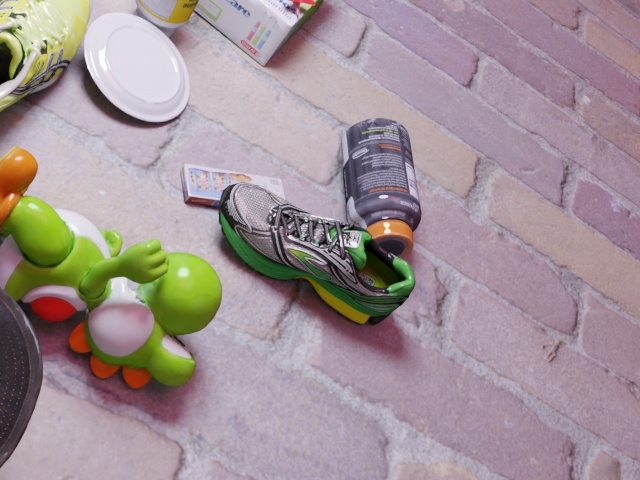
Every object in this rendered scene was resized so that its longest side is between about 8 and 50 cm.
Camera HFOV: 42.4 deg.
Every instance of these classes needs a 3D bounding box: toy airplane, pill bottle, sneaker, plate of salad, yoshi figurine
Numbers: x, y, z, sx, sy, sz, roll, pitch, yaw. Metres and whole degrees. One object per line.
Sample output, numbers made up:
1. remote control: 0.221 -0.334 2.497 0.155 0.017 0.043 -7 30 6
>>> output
1. toy airplane: -0.059 -0.477 1.527 0.151 0.028 0.151 19 50 -25
2. pill bottle: 0.107 -0.086 1.452 0.130 0.130 0.246 15 51 -25
3. sneaker: -0.430 -0.269 1.180 0.145 0.147 0.385 52 45 -28
4. pill bottle: -0.257 -0.432 1.416 0.103 0.184 0.103 18 50 -23
5. plate of salad: -0.305 -0.284 1.369 0.200 0.048 0.200 22 57 -38
6. sneaker: 0.000 0.000 1.298 0.343 0.146 0.134 28 54 -14
7. yoshi figurine: -0.271 0.024 1.070 0.362 0.203 0.203 45 29 -14

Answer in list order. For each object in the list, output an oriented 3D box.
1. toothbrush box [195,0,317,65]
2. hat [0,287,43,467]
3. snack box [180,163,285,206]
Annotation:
1. toothbrush box: -0.105 -0.506 1.619 0.206 0.122 0.283 38 44 -7
2. hat: -0.465 0.166 0.869 0.331 0.134 0.331 9 50 -11
3. snack box: -0.140 -0.083 1.356 0.178 0.022 0.064 7 56 -31
